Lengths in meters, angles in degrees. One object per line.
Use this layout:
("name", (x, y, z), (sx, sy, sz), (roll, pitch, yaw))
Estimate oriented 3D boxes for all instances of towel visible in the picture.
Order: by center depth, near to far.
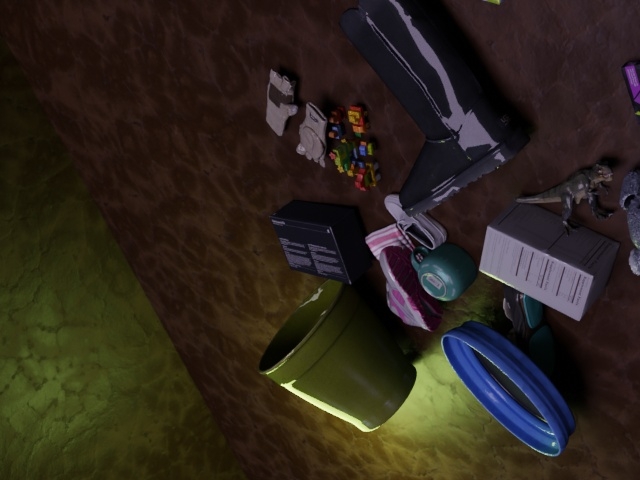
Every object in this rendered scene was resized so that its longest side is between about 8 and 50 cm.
("towel", (0.209, 0.052, 2.221), (0.197, 0.029, 0.144), (54, 144, -6))

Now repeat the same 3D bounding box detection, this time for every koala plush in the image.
("koala plush", (0.619, -0.054, 1.486), (0.203, 0.221, 0.196), (33, 146, 16))

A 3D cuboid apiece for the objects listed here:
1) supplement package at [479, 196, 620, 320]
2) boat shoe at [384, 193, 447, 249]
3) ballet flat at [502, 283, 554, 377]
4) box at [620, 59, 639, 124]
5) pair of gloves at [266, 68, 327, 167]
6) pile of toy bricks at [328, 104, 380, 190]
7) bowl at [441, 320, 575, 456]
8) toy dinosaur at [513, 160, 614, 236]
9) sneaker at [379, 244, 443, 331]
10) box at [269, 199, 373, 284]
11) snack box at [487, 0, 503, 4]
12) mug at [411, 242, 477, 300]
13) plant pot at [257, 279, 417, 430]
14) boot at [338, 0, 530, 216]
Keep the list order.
("supplement package", (0.484, 0.037, 1.802), (0.244, 0.139, 0.134), (29, 139, 28))
("boat shoe", (0.224, -0.044, 2.084), (0.184, 0.063, 0.066), (42, 144, 12))
("ballet flat", (0.488, 0.200, 1.999), (0.096, 0.095, 0.281), (20, 132, 51))
("box", (0.617, -0.267, 1.471), (0.162, 0.029, 0.116), (-3, 119, 48))
("pair of gloves", (-0.059, -0.314, 2.153), (0.240, 0.042, 0.204), (46, 152, 26))
("pile of toy bricks", (0.065, -0.219, 2.062), (0.118, 0.105, 0.212), (16, 132, 39))
("bowl", (0.460, 0.356, 2.071), (0.391, 0.077, 0.391), (47, 167, 14))
("toy dinosaur", (0.521, -0.081, 1.728), (0.118, 0.064, 0.268), (60, 147, -2))
("sneaker", (0.209, 0.130, 2.180), (0.111, 0.103, 0.252), (-13, 110, 47))
("box", (0.000, 0.000, 2.330), (0.261, 0.103, 0.184), (12, 133, 48))
("snack box", (0.265, -0.551, 1.565), (0.207, 0.070, 0.175), (24, 137, 30))
("mug", (0.295, 0.084, 2.092), (0.157, 0.097, 0.130), (0, 122, 48))
("plant pot", (0.072, 0.345, 2.405), (0.353, 0.366, 0.366), (42, 146, -9))
("boot", (0.182, -0.304, 1.812), (0.445, 0.146, 0.367), (50, 136, -6))
